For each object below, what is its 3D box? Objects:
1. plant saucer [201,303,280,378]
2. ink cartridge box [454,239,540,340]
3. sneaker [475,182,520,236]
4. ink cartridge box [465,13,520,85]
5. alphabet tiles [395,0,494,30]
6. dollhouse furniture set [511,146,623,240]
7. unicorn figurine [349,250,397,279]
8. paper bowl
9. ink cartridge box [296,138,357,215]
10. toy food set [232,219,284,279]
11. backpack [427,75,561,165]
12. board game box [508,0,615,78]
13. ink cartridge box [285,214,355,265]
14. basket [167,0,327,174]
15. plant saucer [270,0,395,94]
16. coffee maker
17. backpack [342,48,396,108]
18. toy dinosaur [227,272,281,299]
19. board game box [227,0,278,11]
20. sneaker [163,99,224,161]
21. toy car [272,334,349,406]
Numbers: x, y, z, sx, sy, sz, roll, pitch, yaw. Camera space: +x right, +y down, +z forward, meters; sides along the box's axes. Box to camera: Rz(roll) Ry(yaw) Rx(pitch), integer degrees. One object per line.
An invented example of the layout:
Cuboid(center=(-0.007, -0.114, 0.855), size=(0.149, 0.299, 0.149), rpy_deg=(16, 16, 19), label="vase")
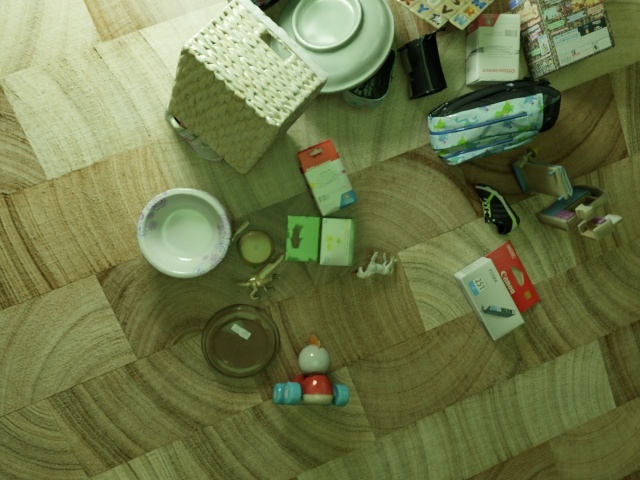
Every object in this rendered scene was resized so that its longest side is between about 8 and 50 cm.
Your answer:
Cuboid(center=(-0.283, 0.365, 1.438), size=(0.278, 0.041, 0.277), rpy_deg=(-1, 97, -7), label="plant saucer")
Cuboid(center=(0.693, 0.189, 1.544), size=(0.261, 0.066, 0.296), rpy_deg=(-32, 101, -2), label="ink cartridge box")
Cuboid(center=(0.639, -0.107, 1.489), size=(0.235, 0.084, 0.097), rpy_deg=(44, 90, -11), label="sneaker")
Cuboid(center=(0.600, -0.658, 1.411), size=(0.159, 0.092, 0.217), rpy_deg=(-3, 96, -8), label="ink cartridge box")
Cuboid(center=(0.408, -0.818, 1.317), size=(0.285, 0.011, 0.342), rpy_deg=(40, 68, 10), label="alphabet tiles")
Cuboid(center=(0.880, -0.205, 1.409), size=(0.198, 0.286, 0.303), rpy_deg=(-36, 112, -3), label="dollhouse furniture set")
Cuboid(center=(0.200, 0.094, 1.462), size=(0.162, 0.060, 0.111), rpy_deg=(13, 94, -9), label="unicorn figurine")
Cuboid(center=(-0.429, -0.028, 1.312), size=(0.285, 0.148, 0.284), rpy_deg=(-1, 98, -8), label="paper bowl")
Cuboid(center=(0.017, -0.214, 1.389), size=(0.134, 0.078, 0.230), rpy_deg=(-24, 100, -5), label="ink cartridge box")
Cuboid(center=(-0.228, 0.029, 1.410), size=(0.132, 0.038, 0.192), rpy_deg=(-43, 93, -8), label="toy food set")
Cuboid(center=(0.541, -0.395, 1.348), size=(0.356, 0.290, 0.273), rpy_deg=(-3, 117, 0), label="backpack")
Cuboid(center=(0.837, -0.754, 1.408), size=(0.232, 0.141, 0.290), rpy_deg=(-23, 100, -5), label="board game box")
Cuboid(center=(0.000, 0.000, 1.427), size=(0.235, 0.056, 0.171), rpy_deg=(3, 97, -11), label="ink cartridge box")
Cuboid(center=(-0.224, -0.423, 1.165), size=(0.328, 0.331, 0.266), rpy_deg=(40, 61, -12), label="basket")
Cuboid(center=(0.026, -0.657, 1.247), size=(0.401, 0.100, 0.400), rpy_deg=(-2, 79, 11), label="plant saucer")
Cuboid(center=(0.350, -0.577, 1.344), size=(0.120, 0.171, 0.178), rpy_deg=(-20, 100, -11), label="coffee maker")
Cuboid(center=(0.149, -0.531, 1.332), size=(0.166, 0.144, 0.188), rpy_deg=(9, 78, -10), label="backpack")
Cuboid(center=(-0.229, 0.160, 1.423), size=(0.183, 0.053, 0.092), rpy_deg=(-7, 83, -15), label="toy dinosaur")
Cuboid(center=(-0.139, -0.810, 1.220), size=(0.303, 0.224, 0.097), rpy_deg=(-34, 103, -3), label="board game box")
Cuboid(center=(-0.405, -0.350, 1.294), size=(0.252, 0.111, 0.103), rpy_deg=(41, 90, -11), label="sneaker")
Cuboid(center=(-0.033, 0.460, 1.439), size=(0.219, 0.210, 0.237), rpy_deg=(12, 66, -22), label="toy car")
